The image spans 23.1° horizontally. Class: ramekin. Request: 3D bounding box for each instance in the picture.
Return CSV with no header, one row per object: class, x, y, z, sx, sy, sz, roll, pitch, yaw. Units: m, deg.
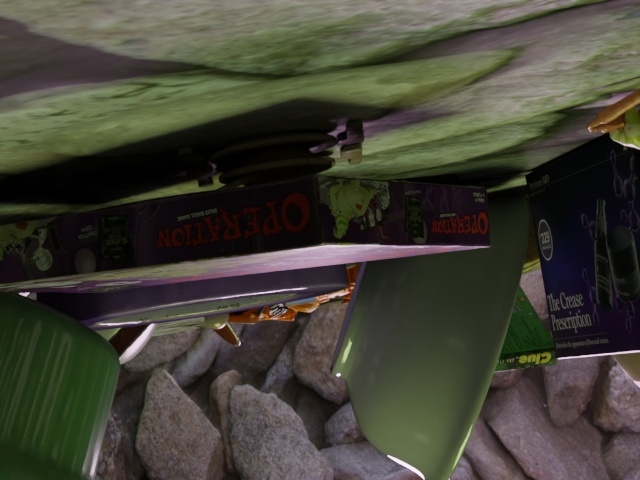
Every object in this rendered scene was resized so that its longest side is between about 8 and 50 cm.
ramekin,-0.313,0.121,1.287,0.303,0.148,0.303,16,164,5

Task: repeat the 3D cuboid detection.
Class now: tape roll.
tape roll,-0.116,0.020,1.390,0.274,0.090,0.275,-8,176,-1

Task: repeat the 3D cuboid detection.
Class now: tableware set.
tableware set,-0.030,-0.042,1.101,0.128,0.039,0.194,-9,175,0

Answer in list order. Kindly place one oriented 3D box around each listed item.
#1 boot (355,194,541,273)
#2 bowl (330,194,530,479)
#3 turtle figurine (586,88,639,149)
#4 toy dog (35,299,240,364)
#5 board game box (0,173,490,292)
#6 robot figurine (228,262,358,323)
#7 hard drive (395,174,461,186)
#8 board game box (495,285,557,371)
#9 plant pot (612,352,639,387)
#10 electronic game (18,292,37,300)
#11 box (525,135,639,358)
boot,0.190,0.001,1.740,0.262,0.095,0.203,-15,174,33
bowl,0.092,0.081,1.501,0.134,0.298,0.298,17,175,0
turtle figurine,0.331,-0.076,1.081,0.269,0.087,0.217,-10,175,18
toy dog,-0.205,0.102,1.764,0.220,0.161,0.333,-7,175,-20
board game box,-0.084,0.001,1.067,0.346,0.056,0.208,-7,180,34
robot figurine,-0.010,0.053,1.994,0.291,0.085,0.211,-12,173,31
hard drive,0.057,-0.035,1.450,0.094,0.022,0.135,-6,175,-27
board game box,0.158,0.060,1.769,0.136,0.030,0.260,-4,-145,-15
plant pot,0.486,0.044,1.843,0.284,0.284,0.191,-6,160,-33
electronic game,-0.412,0.068,1.657,0.229,0.048,0.229,-9,174,-1
box,0.278,0.005,1.368,0.103,0.184,0.261,-5,174,-12
